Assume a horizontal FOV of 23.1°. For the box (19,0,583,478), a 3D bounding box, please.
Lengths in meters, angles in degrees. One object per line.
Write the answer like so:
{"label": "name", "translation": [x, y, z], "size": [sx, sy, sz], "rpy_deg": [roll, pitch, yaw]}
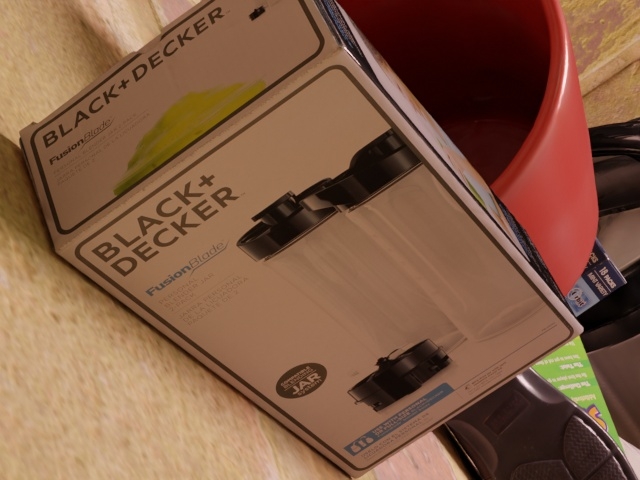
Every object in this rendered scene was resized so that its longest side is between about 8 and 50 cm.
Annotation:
{"label": "box", "translation": [0.000, 0.000, 0.822], "size": [0.290, 0.169, 0.087], "rpy_deg": [46, 15, -47]}

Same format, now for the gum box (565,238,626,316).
{"label": "gum box", "translation": [0.153, 0.033, 1.371], "size": [0.041, 0.184, 0.157], "rpy_deg": [46, 12, -37]}

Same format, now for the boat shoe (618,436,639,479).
{"label": "boat shoe", "translation": [0.237, 0.198, 1.473], "size": [0.267, 0.096, 0.088], "rpy_deg": [52, 16, 1]}

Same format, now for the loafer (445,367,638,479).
{"label": "loafer", "translation": [0.161, 0.154, 1.245], "size": [0.302, 0.109, 0.095], "rpy_deg": [51, 6, -1]}

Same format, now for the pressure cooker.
{"label": "pressure cooker", "translation": [0.360, 0.058, 1.669], "size": [0.420, 0.370, 0.375], "rpy_deg": [53, 4, -20]}

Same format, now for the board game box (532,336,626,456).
{"label": "board game box", "translation": [0.190, 0.119, 1.416], "size": [0.124, 0.039, 0.259], "rpy_deg": [7, 44, -27]}

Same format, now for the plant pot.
{"label": "plant pot", "translation": [0.072, -0.058, 1.094], "size": [0.275, 0.275, 0.243], "rpy_deg": [60, 8, 33]}
